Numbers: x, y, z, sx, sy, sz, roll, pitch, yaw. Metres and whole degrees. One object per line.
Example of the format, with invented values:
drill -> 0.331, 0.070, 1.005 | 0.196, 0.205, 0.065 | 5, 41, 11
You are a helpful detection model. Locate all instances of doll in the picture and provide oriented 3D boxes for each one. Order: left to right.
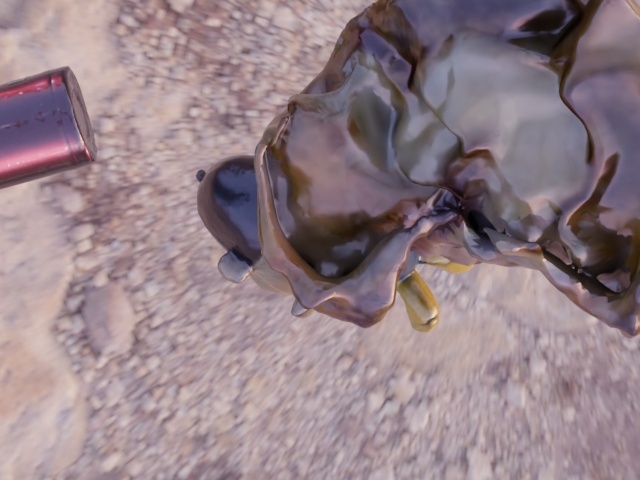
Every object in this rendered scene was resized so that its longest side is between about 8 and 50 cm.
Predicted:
doll -> 0.000, 0.000, 1.085 | 0.179, 0.089, 0.102 | 28, 64, 13

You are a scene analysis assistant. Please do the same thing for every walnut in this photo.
walnut -> 0.091, -0.059, 0.938 | 0.238, 0.141, 0.204 | 2, 108, 21

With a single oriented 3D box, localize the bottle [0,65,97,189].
bottle -> -0.206, -0.044, 0.968 | 0.164, 0.060, 0.060 | -15, 92, 1
